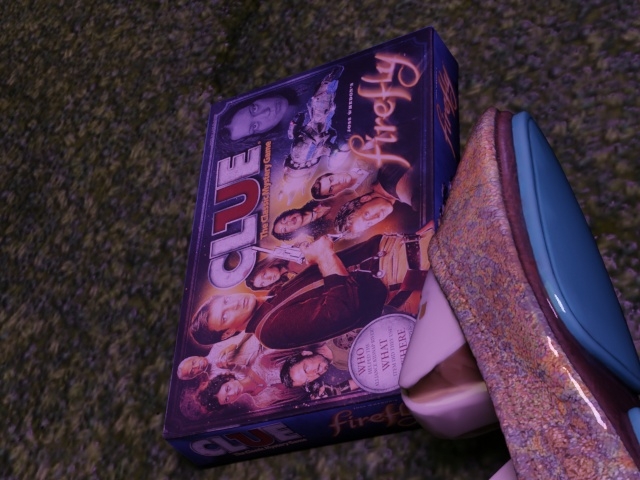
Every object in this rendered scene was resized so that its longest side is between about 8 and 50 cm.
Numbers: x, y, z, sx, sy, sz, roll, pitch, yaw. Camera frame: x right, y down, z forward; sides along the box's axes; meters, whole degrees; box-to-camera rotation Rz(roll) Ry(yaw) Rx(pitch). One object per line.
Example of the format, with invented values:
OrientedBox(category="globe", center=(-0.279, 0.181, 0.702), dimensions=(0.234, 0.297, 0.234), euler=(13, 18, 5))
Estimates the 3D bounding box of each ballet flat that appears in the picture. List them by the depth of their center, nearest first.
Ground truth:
OrientedBox(category="ballet flat", center=(0.095, 0.083, 0.487), dimensions=(0.123, 0.123, 0.349), euler=(-29, 49, 15))

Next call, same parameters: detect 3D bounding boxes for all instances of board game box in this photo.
OrientedBox(category="board game box", center=(0.000, 0.000, 0.663), dimensions=(0.165, 0.042, 0.243), euler=(-16, 51, 26))
